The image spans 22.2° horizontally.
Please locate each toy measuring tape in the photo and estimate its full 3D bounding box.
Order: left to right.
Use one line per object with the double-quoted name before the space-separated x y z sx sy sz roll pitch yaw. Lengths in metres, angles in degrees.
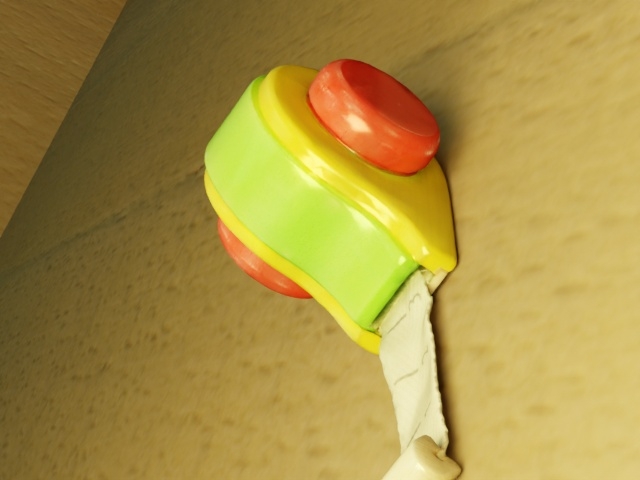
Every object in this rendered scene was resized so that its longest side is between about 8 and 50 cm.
"toy measuring tape" 0.000 0.000 0.745 0.121 0.121 0.330 -54 16 25
